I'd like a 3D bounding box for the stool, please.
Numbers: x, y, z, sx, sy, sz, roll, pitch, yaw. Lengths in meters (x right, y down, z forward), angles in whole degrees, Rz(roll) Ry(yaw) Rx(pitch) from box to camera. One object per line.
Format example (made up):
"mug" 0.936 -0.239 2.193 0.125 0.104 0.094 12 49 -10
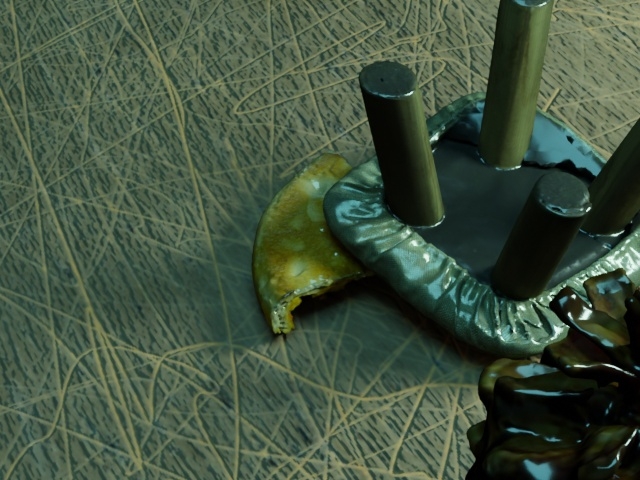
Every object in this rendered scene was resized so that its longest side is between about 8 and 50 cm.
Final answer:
"stool" 0.200 -0.082 1.765 0.310 0.226 0.310 36 52 26

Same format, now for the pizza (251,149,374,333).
"pizza" -0.005 -0.003 1.854 0.134 0.056 0.271 -3 41 6

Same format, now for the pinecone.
"pinecone" 0.303 0.181 1.359 0.398 0.398 0.398 -3 42 3
